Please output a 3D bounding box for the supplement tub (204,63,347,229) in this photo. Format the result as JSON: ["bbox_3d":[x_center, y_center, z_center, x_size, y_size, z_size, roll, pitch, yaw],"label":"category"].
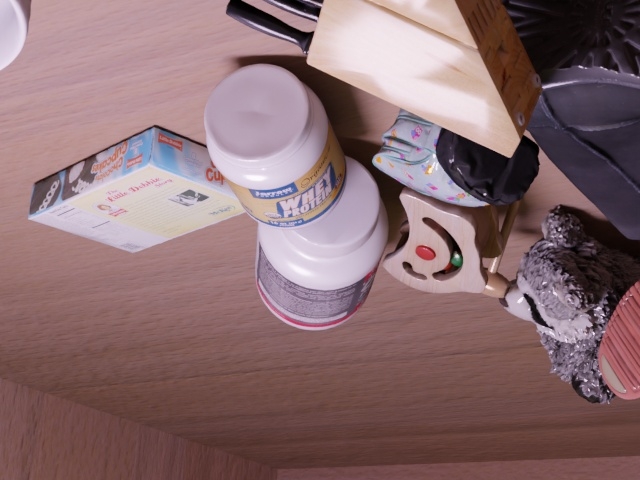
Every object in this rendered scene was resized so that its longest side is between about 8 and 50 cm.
[{"bbox_3d":[-0.053,-0.109,1.540,0.144,0.144,0.200,1,160,12],"label":"supplement tub"}]

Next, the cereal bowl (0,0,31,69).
[{"bbox_3d":[-0.426,-0.274,1.185,0.339,0.141,0.339,5,160,2],"label":"cereal bowl"}]

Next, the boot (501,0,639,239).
[{"bbox_3d":[0.394,-0.124,1.367,0.367,0.146,0.445,4,159,40],"label":"boot"}]

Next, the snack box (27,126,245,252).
[{"bbox_3d":[-0.252,-0.064,1.838,0.187,0.060,0.322,20,155,-37],"label":"snack box"}]

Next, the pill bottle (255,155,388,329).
[{"bbox_3d":[0.000,0.000,1.781,0.176,0.176,0.318,6,160,-2],"label":"pill bottle"}]

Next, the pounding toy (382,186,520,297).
[{"bbox_3d":[0.177,-0.027,1.779,0.154,0.155,0.269,13,146,25],"label":"pounding toy"}]

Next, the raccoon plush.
[{"bbox_3d":[0.481,0.045,1.903,0.446,0.216,0.299,-24,144,-7],"label":"raccoon plush"}]

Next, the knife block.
[{"bbox_3d":[0.046,-0.191,1.208,0.242,0.088,0.276,-11,123,35],"label":"knife block"}]

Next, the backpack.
[{"bbox_3d":[0.144,-0.106,1.487,0.152,0.115,0.182,41,170,-31],"label":"backpack"}]

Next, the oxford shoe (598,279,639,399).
[{"bbox_3d":[0.523,0.076,1.705,0.146,0.140,0.397,-2,143,-39],"label":"oxford shoe"}]
